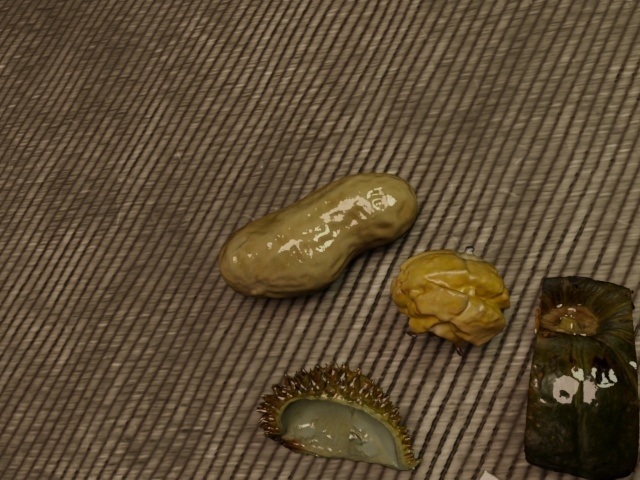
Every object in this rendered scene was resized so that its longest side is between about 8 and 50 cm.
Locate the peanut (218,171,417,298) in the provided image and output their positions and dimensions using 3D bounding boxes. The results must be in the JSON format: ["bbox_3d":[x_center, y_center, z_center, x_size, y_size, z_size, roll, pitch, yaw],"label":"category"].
[{"bbox_3d":[0.000,0.000,1.316,0.319,0.147,0.147,-23,62,2],"label":"peanut"}]

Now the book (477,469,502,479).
[{"bbox_3d":[0.270,0.428,1.104,0.242,0.018,0.170,29,77,26],"label":"book"}]

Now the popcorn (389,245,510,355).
[{"bbox_3d":[0.183,0.080,1.215,0.167,0.148,0.152,19,96,35],"label":"popcorn"}]

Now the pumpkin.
[{"bbox_3d":[0.346,0.186,1.150,0.139,0.190,0.280,2,25,19],"label":"pumpkin"}]

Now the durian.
[{"bbox_3d":[0.020,0.245,1.221,0.252,0.144,0.139,1,90,13],"label":"durian"}]
